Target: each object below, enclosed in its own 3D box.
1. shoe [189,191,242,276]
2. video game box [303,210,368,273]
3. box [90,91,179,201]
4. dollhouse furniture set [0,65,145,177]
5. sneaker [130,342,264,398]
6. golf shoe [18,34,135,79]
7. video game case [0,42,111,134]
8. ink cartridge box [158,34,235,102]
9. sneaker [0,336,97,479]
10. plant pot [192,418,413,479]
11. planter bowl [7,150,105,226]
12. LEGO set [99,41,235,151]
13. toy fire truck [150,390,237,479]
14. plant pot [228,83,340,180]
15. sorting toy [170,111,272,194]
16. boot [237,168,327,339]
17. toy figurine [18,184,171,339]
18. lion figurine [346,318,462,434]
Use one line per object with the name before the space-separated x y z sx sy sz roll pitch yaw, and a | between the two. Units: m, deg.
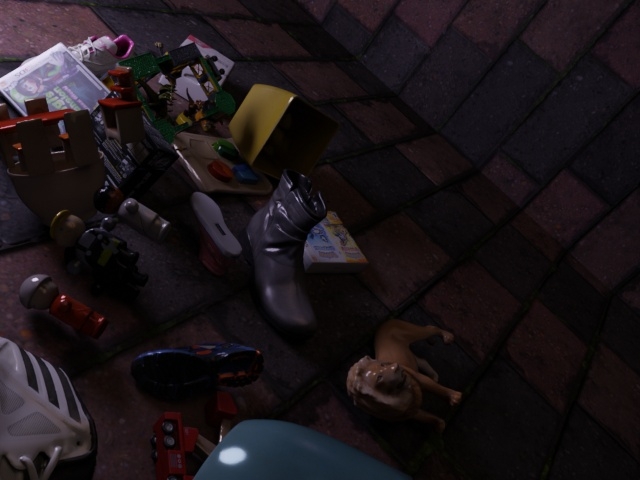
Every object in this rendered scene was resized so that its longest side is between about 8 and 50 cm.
shoe | -0.235 -0.013 1.355 0.064 0.081 0.178 -7 56 -51
video game box | 0.000 0.000 1.627 0.205 0.048 0.187 2 48 -45
box | -0.406 -0.190 1.334 0.180 0.147 0.077 49 11 19
dollhouse furniture set | -0.461 -0.226 1.169 0.259 0.135 0.262 -20 26 -32
sneaker | -0.211 0.213 1.095 0.221 0.083 0.087 5 5 -30
golf shoe | -0.558 -0.421 1.509 0.115 0.140 0.306 45 32 9
video game case | -0.557 -0.310 1.373 0.190 0.022 0.173 45 67 6
ink cartridge box | -0.350 -0.482 1.858 0.159 0.092 0.217 30 29 -13
sneaker | -0.383 0.278 0.718 0.258 0.169 0.447 23 31 -21
plant pot | -0.053 0.374 0.845 0.235 0.293 0.293 30 28 13
planter bowl | -0.461 -0.090 1.162 0.162 0.109 0.162 -4 22 2
LEGO set | -0.387 -0.324 1.544 0.255 0.192 0.331 55 45 -16
toy fire truck | -0.188 0.319 0.994 0.135 0.047 0.192 18 37 -33
plant pot | -0.116 -0.298 1.736 0.187 0.212 0.212 41 13 35
sorting toy | -0.275 -0.234 1.652 0.229 0.041 0.307 -6 52 -51
boot | -0.058 0.019 1.362 0.118 0.222 0.338 7 42 -43
toy figurine | -0.361 0.026 1.046 0.148 0.209 0.213 31 30 -2
lion figurine | 0.169 0.265 1.393 0.240 0.142 0.392 26 17 -5
